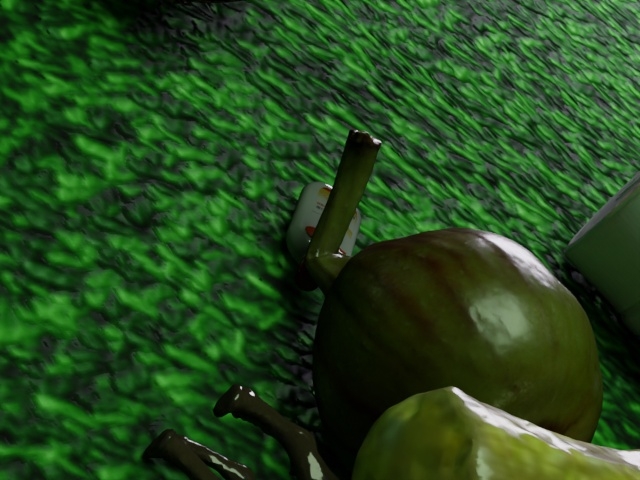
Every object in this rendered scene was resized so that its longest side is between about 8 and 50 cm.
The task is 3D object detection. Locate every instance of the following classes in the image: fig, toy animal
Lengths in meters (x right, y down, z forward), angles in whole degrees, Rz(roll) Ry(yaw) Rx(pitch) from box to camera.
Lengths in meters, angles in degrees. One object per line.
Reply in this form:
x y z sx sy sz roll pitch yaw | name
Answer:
0.045 0.050 0.901 0.186 0.148 0.142 22 32 34 | fig
-0.015 0.156 0.724 0.186 0.094 0.214 55 22 1 | toy animal

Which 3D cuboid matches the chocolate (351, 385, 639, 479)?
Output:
0.189 0.172 0.855 0.445 0.162 0.162 29 33 -34 | chocolate

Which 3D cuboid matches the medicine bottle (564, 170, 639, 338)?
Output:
0.293 0.049 1.166 0.254 0.152 0.152 47 30 2 | medicine bottle

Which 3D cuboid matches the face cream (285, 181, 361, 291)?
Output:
0.000 0.000 1.001 0.040 0.021 0.083 36 32 -12 | face cream

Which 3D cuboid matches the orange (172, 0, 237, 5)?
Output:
-0.081 -0.249 1.066 0.234 0.182 0.234 32 20 -13 | orange
